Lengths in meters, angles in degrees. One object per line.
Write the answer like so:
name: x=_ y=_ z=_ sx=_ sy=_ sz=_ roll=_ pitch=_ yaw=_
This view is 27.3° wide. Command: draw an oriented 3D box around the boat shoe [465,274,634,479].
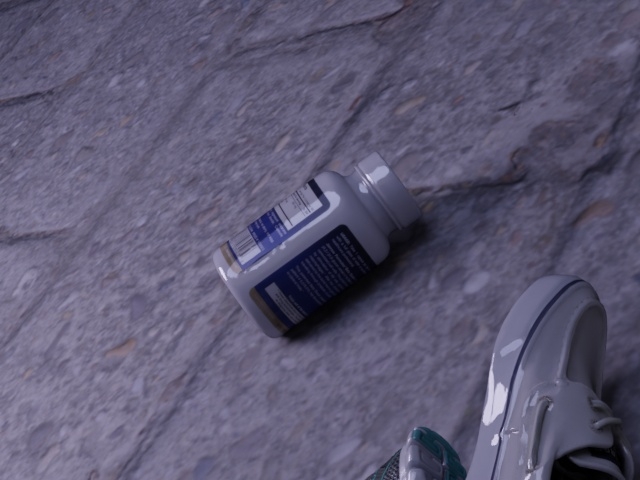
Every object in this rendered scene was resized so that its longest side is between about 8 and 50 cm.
boat shoe: x=0.144 y=0.133 z=0.797 sx=0.088 sy=0.096 sz=0.267 roll=-5 pitch=44 yaw=38

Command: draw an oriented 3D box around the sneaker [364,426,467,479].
sneaker: x=0.051 y=0.202 z=0.849 sx=0.076 sy=0.065 sz=0.166 roll=-38 pitch=22 yaw=33

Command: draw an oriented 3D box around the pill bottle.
pill bottle: x=0.000 y=0.000 z=1.131 sx=0.169 sy=0.094 sz=0.094 roll=-36 pitch=30 yaw=3
